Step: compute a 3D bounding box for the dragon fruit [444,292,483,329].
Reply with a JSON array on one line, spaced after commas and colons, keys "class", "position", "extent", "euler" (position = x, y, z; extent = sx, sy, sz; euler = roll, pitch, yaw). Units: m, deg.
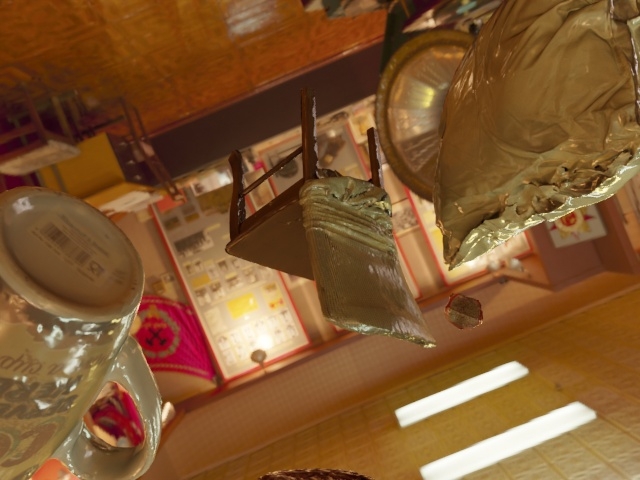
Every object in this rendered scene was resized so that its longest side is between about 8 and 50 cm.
[{"class": "dragon fruit", "position": [0.312, 0.157, 1.307], "extent": [0.083, 0.060, 0.056], "euler": [17, -132, 11]}]

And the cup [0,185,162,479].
[{"class": "cup", "position": [-0.253, 0.111, 0.527], "extent": [0.257, 0.301, 0.227], "euler": [-39, -157, 24]}]

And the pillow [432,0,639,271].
[{"class": "pillow", "position": [0.213, -0.130, 0.601], "extent": [0.139, 0.283, 0.310], "euler": [17, 160, -10]}]

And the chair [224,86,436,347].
[{"class": "chair", "position": [0.000, 0.000, 0.705], "extent": [0.160, 0.318, 0.186], "euler": [22, 138, -38]}]

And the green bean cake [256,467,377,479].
[{"class": "green bean cake", "position": [0.005, 0.287, 0.656], "extent": [0.135, 0.056, 0.136], "euler": [11, 167, -24]}]
